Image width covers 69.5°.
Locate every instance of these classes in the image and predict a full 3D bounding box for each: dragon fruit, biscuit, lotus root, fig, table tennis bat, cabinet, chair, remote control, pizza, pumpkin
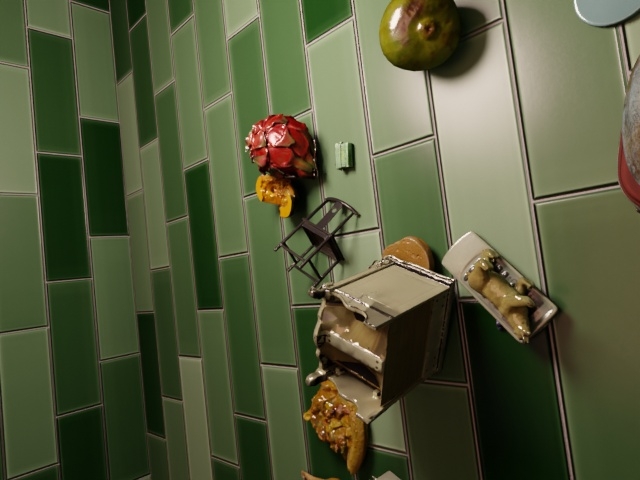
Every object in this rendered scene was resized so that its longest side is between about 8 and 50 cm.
[{"bbox_3d":[-0.109,-0.293,1.539,0.293,0.234,0.234,36,123,-3],"label":"dragon fruit"},{"bbox_3d":[0.252,0.073,1.291,0.170,0.050,0.170,16,112,44],"label":"biscuit"},{"bbox_3d":[0.566,-0.233,0.743,0.140,0.158,0.322,-6,78,45],"label":"lotus root"},{"bbox_3d":[0.249,-0.541,1.188,0.225,0.203,0.203,-102,26,-71],"label":"fig"},{"bbox_3d":[0.606,-0.554,0.921,0.149,0.038,0.237,32,118,41],"label":"table tennis bat"},{"bbox_3d":[0.145,0.235,1.179,0.227,0.318,0.290,23,120,41],"label":"cabinet"},{"bbox_3d":[0.000,0.000,1.482,0.260,0.141,0.154,-45,49,-16],"label":"chair"},{"bbox_3d":[0.422,0.105,1.112,0.123,0.038,0.285,-49,58,18],"label":"remote control"},{"bbox_3d":[0.076,0.554,1.467,0.258,0.087,0.268,38,115,34],"label":"pizza"},{"bbox_3d":[-0.130,-0.163,1.614,0.183,0.107,0.119,42,127,26],"label":"pumpkin"}]

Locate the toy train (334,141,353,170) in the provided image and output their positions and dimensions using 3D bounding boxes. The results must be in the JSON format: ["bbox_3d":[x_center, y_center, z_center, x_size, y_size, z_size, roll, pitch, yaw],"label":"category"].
[{"bbox_3d":[0.076,-0.266,1.455,0.056,0.038,0.093,-1,91,38],"label":"toy train"}]

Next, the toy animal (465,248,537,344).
[{"bbox_3d":[0.415,0.123,1.046,0.219,0.103,0.101,47,125,32],"label":"toy animal"}]

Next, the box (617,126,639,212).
[{"bbox_3d":[0.728,-0.164,0.765,0.404,0.108,0.263,6,97,44],"label":"box"}]

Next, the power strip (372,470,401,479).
[{"bbox_3d":[0.277,0.764,1.256,0.367,0.106,0.043,25,111,41],"label":"power strip"}]

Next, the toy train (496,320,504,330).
[{"bbox_3d":[0.441,0.181,1.129,0.017,0.017,0.083,2,94,46],"label":"toy train"}]

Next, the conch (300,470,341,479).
[{"bbox_3d":[0.031,0.828,1.527,0.330,0.093,0.109,-8,104,64],"label":"conch"}]
